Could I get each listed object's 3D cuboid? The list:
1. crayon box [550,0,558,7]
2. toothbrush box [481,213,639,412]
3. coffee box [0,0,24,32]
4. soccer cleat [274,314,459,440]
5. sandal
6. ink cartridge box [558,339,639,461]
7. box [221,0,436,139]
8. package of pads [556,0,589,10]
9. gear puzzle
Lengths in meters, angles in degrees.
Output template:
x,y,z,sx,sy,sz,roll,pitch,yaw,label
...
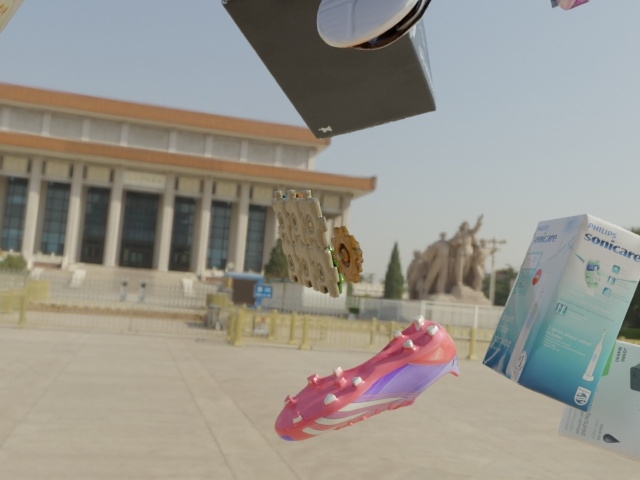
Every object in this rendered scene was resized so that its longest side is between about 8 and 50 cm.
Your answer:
x,y,z,sx,sy,sz,roll,pitch,yaw,label
0.573,-0.690,1.505,0.203,0.323,0.083,-18,-35,26,crayon box
0.414,0.116,1.170,0.126,0.296,0.216,24,-1,-1,toothbrush box
-0.306,-0.164,0.471,0.098,0.141,0.246,41,23,-18,coffee box
0.063,0.190,0.846,0.248,0.095,0.083,-31,20,-10,soccer cleat
0.073,-0.256,0.684,0.102,0.265,0.076,-6,-45,24,sandal
0.593,0.298,1.212,0.272,0.198,0.114,10,-13,36,ink cartridge box
0.027,-0.545,1.386,0.297,0.472,0.480,-10,-24,17,box
0.387,-0.383,1.006,0.050,0.032,0.083,-23,-19,-9,package of pads
0.000,0.000,1.098,0.044,0.176,0.339,-15,8,-18,gear puzzle
